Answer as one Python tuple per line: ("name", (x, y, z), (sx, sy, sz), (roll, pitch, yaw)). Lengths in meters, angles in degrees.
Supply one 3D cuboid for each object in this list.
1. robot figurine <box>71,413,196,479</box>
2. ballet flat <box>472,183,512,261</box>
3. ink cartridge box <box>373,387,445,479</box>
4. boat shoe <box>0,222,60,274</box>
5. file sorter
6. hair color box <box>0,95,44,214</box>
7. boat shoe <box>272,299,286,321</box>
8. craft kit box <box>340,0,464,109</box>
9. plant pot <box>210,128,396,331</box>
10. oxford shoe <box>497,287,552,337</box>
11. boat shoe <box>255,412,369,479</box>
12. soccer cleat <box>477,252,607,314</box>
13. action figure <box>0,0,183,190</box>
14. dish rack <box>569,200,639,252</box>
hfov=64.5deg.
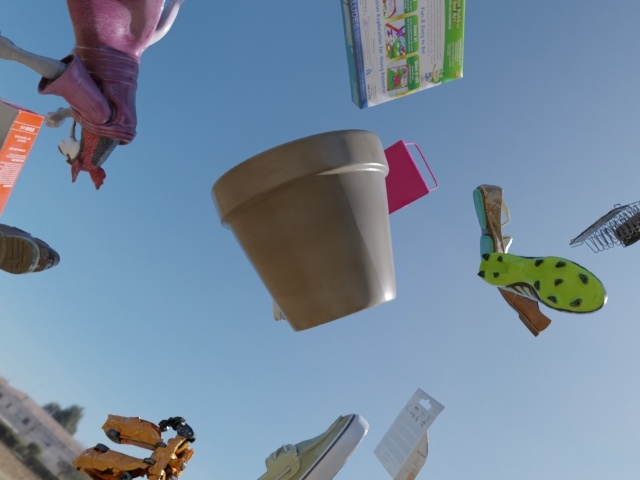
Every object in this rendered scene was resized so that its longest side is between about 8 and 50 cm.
("robot figurine", (-0.428, 0.507, 1.201), (0.291, 0.211, 0.085), (3, -51, 26))
("ballet flat", (0.375, -0.020, 1.083), (0.073, 0.067, 0.206), (-122, -158, -75))
("ink cartridge box", (0.199, 0.420, 1.093), (0.045, 0.179, 0.145), (41, -7, -8))
("boat shoe", (-0.456, 0.010, 0.739), (0.178, 0.064, 0.060), (16, 1, 24))
("file sorter", (0.246, -0.202, 1.829), (0.291, 0.182, 0.202), (-29, -94, 30))
("hair color box", (-0.347, -0.065, 0.478), (0.093, 0.167, 0.053), (26, 4, -6))
("boat shoe", (-0.088, 0.102, 1.364), (0.081, 0.227, 0.079), (-1, -10, -2))
("craft kit box", (0.169, -0.417, 1.015), (0.061, 0.247, 0.250), (-117, -167, -49))
("plant pot", (0.000, 0.000, 0.899), (0.323, 0.323, 0.280), (-31, -105, 54))
("oxford shoe", (0.574, 0.172, 1.448), (0.076, 0.076, 0.212), (32, 20, -51))
("boat shoe", (-0.050, 0.380, 0.814), (0.094, 0.302, 0.109), (44, -1, 13))
("soccer cleat", (0.274, 0.049, 0.621), (0.072, 0.060, 0.179), (18, 1, -28))
("action figure", (-0.312, -0.259, 0.759), (0.248, 0.276, 0.370), (-150, -117, -78))
("dish rack", (0.846, -0.041, 1.424), (0.074, 0.271, 0.208), (64, -27, 26))
